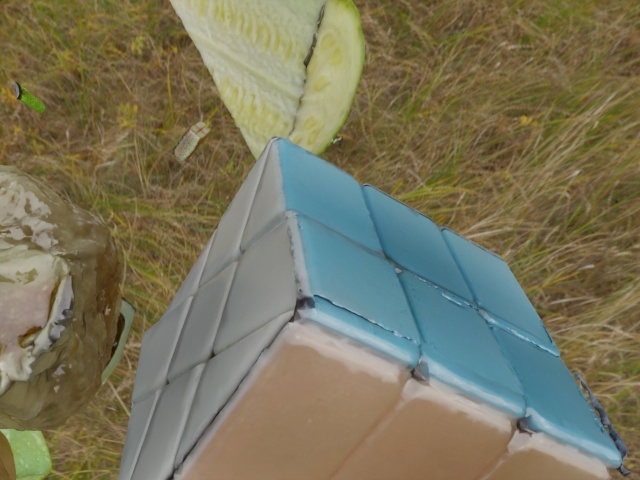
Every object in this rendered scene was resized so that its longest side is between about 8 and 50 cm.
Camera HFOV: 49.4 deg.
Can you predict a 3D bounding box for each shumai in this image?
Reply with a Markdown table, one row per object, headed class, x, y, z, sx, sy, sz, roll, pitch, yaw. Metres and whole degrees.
| class | x | y | z | sx | sy | sz | roll | pitch | yaw |
| --- | --- | --- | --- | --- | --- | --- | --- | --- | --- |
| shumai | -0.300 | 0.097 | 0.713 | 0.267 | 0.262 | 0.314 | -28 | 119 | -24 |

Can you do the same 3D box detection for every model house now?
| class | x | y | z | sx | sy | sz | roll | pitch | yaw |
| --- | --- | --- | --- | --- | --- | --- | --- | --- | --- |
| model house | -0.566 | 0.179 | 1.590 | 0.239 | 0.173 | 0.268 | 25 | 96 | 31 |

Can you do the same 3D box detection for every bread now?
| class | x | y | z | sx | sy | sz | roll | pitch | yaw |
| --- | --- | --- | --- | --- | --- | --- | --- | --- | --- |
| bread | -0.297 | -0.236 | 1.618 | 0.043 | 0.062 | 0.109 | 39 | 74 | -6 |

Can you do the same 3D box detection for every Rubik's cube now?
| class | x | y | z | sx | sy | sz | roll | pitch | yaw |
| --- | --- | --- | --- | --- | --- | --- | --- | --- | --- |
| Rubik's cube | 0.013 | 0.103 | 0.480 | 0.224 | 0.231 | 0.221 | 27 | 113 | -20 |

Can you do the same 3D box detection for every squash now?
| class | x | y | z | sx | sy | sz | roll | pitch | yaw |
| --- | --- | --- | --- | --- | --- | --- | --- | --- | --- |
| squash | -0.092 | -0.213 | 0.696 | 0.288 | 0.203 | 0.111 | 31 | 31 | 25 |

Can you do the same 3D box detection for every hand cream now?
| class | x | y | z | sx | sy | sz | roll | pitch | yaw |
| --- | --- | --- | --- | --- | --- | --- | --- | --- | --- |
| hand cream | -0.591 | -0.286 | 1.409 | 0.023 | 0.122 | 0.036 | -6 | 84 | -2 |

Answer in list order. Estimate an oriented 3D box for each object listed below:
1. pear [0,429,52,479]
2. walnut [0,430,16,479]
| class | x | y | z | sx | sy | sz | roll | pitch | yaw |
| --- | --- | --- | --- | --- | --- | --- | --- | --- | --- |
| pear | -0.771 | 0.402 | 1.420 | 0.238 | 0.342 | 0.318 | -35 | 67 | 19 |
| walnut | -0.644 | 0.408 | 0.998 | 0.383 | 0.383 | 0.384 | 3 | 73 | -9 |
